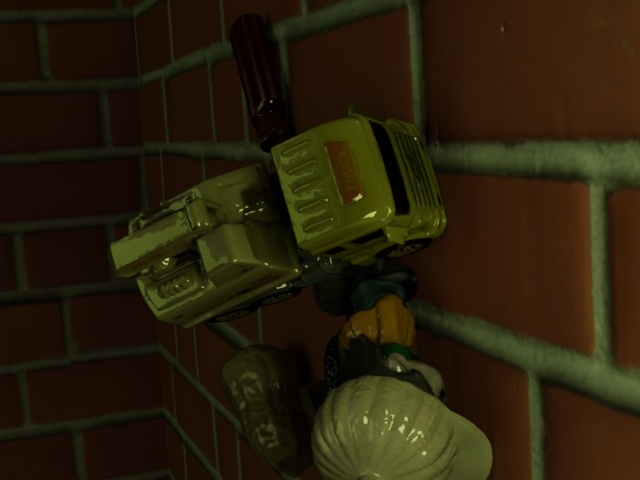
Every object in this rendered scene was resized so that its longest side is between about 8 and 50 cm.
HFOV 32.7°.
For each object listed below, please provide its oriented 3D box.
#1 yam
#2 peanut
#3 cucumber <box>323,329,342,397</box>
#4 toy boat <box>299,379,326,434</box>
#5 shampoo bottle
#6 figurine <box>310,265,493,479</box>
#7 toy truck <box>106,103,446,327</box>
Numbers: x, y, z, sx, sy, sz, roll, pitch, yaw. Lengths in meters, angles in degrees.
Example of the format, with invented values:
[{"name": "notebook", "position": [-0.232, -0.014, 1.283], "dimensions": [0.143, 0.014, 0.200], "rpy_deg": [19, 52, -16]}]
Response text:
[{"name": "yam", "position": [0.029, 0.013, 1.565], "dimensions": [0.107, 0.107, 0.183], "rpy_deg": [-120, 22, -52]}, {"name": "peanut", "position": [-0.091, 0.284, 1.958], "dimensions": [0.291, 0.143, 0.159], "rpy_deg": [-121, 20, -48]}, {"name": "cucumber", "position": [0.042, 0.254, 1.665], "dimensions": [0.067, 0.067, 0.245], "rpy_deg": [115, 145, -58]}, {"name": "toy boat", "position": [0.015, 0.305, 1.763], "dimensions": [0.226, 0.068, 0.088], "rpy_deg": [-129, 32, -58]}, {"name": "shampoo bottle", "position": [-0.108, -0.280, 1.969], "dimensions": [0.102, 0.064, 0.260], "rpy_deg": [114, 146, -56]}, {"name": "figurine", "position": [0.068, 0.182, 1.345], "dimensions": [0.332, 0.205, 0.185], "rpy_deg": [-114, 23, -45]}, {"name": "toy truck", "position": [-0.064, -0.021, 1.377], "dimensions": [0.405, 0.254, 0.180], "rpy_deg": [-22, 78, 25]}]
